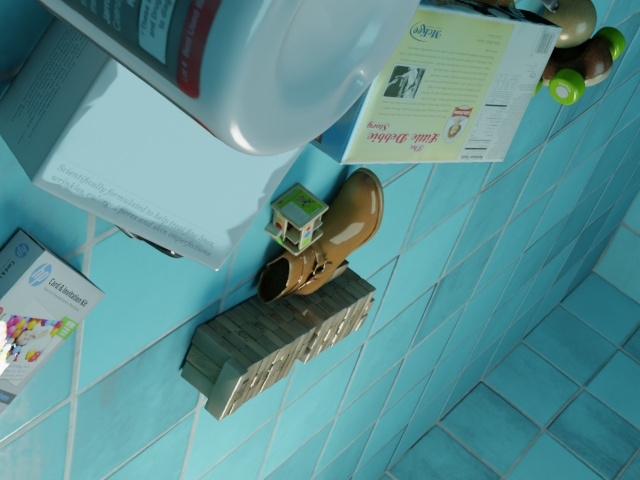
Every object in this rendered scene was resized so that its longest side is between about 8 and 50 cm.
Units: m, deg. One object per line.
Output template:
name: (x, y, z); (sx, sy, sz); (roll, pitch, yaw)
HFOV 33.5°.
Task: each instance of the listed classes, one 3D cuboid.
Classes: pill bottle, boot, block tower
pill bottle: (-0.094, -0.184, 0.572); (0.161, 0.283, 0.161); (-44, 158, -23)
boot: (0.000, 0.000, 1.410); (0.152, 0.073, 0.197); (-20, 140, -49)
block tower: (-0.052, 0.123, 1.473); (0.335, 0.097, 0.091); (-29, 150, -51)

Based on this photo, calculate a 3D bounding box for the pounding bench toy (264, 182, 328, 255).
pounding bench toy: (-0.040, -0.016, 1.318); (0.083, 0.052, 0.065); (-39, 157, -32)

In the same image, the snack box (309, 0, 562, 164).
snack box: (0.140, -0.182, 1.224); (0.322, 0.060, 0.187); (-5, 124, -48)

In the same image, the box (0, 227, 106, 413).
box: (-0.293, 0.090, 0.967); (0.186, 0.038, 0.145); (-50, 160, -8)

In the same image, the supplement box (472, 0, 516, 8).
supplement box: (0.211, -0.273, 1.395); (0.080, 0.078, 0.233); (-55, 161, -2)

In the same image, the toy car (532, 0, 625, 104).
toy car: (0.362, -0.329, 1.617); (0.155, 0.149, 0.188); (-44, 130, -30)

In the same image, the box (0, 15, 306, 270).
box: (-0.115, -0.104, 0.804); (0.181, 0.119, 0.182); (29, 99, -40)

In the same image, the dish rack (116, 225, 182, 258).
dish rack: (-0.097, -0.114, 1.002); (0.271, 0.074, 0.208); (-50, 161, -8)
